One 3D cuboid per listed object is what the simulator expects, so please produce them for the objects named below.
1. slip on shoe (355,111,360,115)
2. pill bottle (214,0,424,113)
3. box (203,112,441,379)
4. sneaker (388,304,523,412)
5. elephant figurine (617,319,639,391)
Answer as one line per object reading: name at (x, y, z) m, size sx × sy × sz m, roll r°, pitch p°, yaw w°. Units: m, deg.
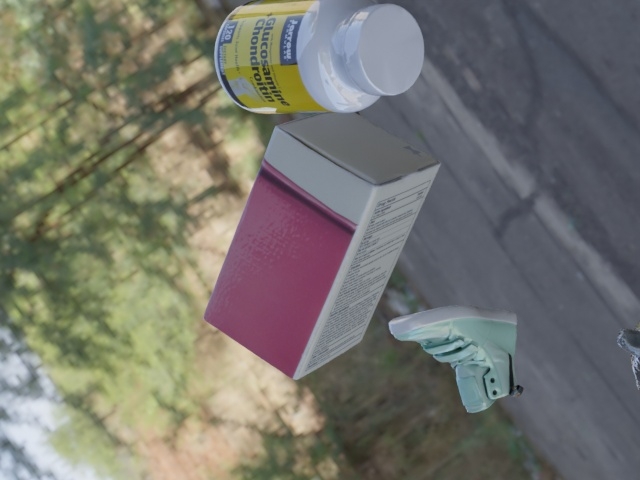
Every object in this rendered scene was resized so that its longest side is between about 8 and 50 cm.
slip on shoe at (0.019, -0.180, 1.738) m, size 0.135 × 0.041 × 0.051 m, roll 62°, pitch -155°, yaw -42°
pill bottle at (-0.001, -0.161, 1.148) m, size 0.184 × 0.103 × 0.103 m, roll 6°, pitch 133°, yaw 50°
box at (0.000, 0.000, 1.356) m, size 0.127 × 0.232 × 0.148 m, roll 32°, pitch -154°, yaw 20°
sneaker at (0.207, 0.176, 1.959) m, size 0.094 × 0.256 × 0.151 m, roll -15°, pitch 75°, yaw 46°
elephant figurine at (0.475, 0.081, 1.649) m, size 0.169 × 0.239 × 0.186 m, roll 17°, pitch 157°, yaw 15°
